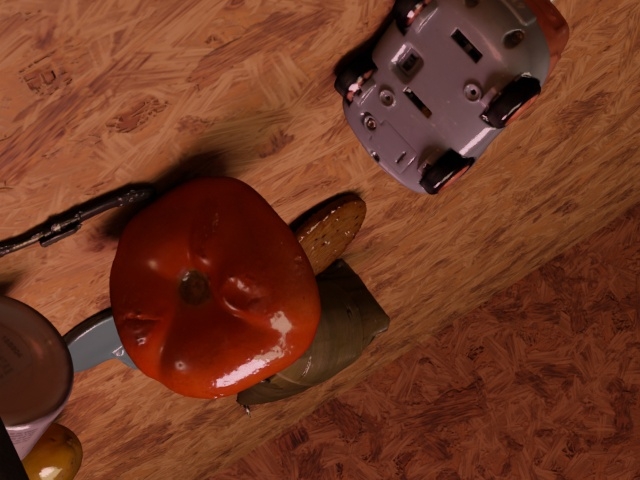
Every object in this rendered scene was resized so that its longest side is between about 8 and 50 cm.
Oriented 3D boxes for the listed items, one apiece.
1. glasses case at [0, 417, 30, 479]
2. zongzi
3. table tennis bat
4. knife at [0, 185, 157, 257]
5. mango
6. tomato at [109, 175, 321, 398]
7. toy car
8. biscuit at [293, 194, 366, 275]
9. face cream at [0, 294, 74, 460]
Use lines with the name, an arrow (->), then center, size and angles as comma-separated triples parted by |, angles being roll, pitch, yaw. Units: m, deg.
glasses case -> -0.338, 0.139, 0.972 | 0.074, 0.323, 0.131 | -31, 161, -5
zongzi -> -0.127, 0.213, 1.942 | 0.418, 0.181, 0.447 | -42, 160, 28
table tennis bat -> -0.305, 0.152, 1.641 | 0.149, 0.038, 0.237 | -36, 161, 1
knife -> -0.266, -0.019, 1.212 | 0.222, 0.021, 0.045 | -25, 165, -32
mango -> -0.472, 0.380, 1.838 | 0.156, 0.114, 0.251 | -32, 166, -34
tomato -> -0.124, 0.056, 1.317 | 0.260, 0.260, 0.180 | -37, 169, 11
toy car -> 0.166, -0.194, 1.301 | 0.212, 0.180, 0.270 | -32, 168, -47
biscuit -> -0.001, -0.001, 1.762 | 0.188, 0.027, 0.188 | -38, 158, -18
face cream -> -0.382, 0.167, 1.247 | 0.177, 0.177, 0.153 | -16, 155, -49
